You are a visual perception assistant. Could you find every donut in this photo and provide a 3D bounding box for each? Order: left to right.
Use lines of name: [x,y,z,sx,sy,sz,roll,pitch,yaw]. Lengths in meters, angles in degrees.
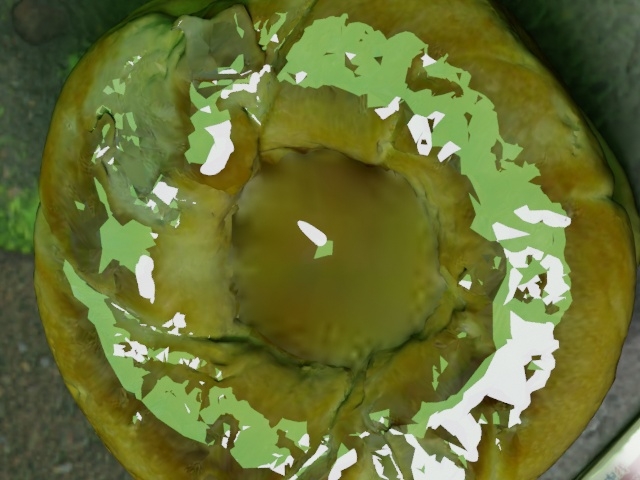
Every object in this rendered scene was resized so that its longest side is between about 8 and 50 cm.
donut: [0.000,0.000,1.059,0.360,0.170,0.360,2,98,11]

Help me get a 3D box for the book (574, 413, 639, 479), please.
book: [0.271,0.180,1.081,0.232,0.022,0.162,42,108,6]
